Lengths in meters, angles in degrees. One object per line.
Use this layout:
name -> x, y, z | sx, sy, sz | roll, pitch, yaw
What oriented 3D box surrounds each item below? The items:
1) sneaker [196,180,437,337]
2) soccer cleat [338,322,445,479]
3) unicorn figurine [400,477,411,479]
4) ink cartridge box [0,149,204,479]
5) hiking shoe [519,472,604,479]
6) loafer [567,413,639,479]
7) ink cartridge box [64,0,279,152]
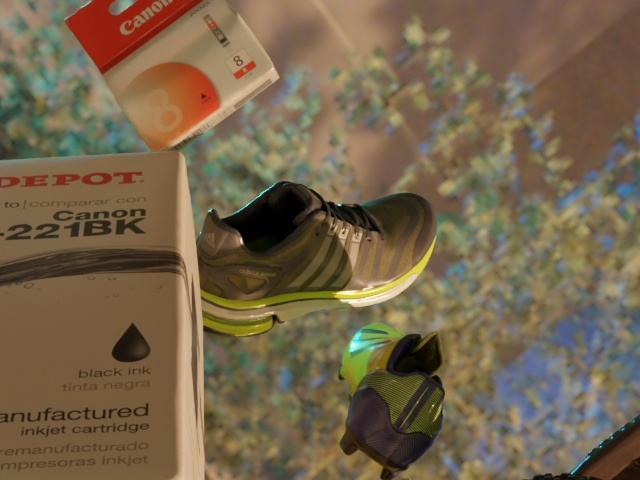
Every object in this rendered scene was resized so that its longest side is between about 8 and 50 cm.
sneaker -> 0.000, 0.000, 1.650 | 0.111, 0.300, 0.121 | 41, -45, 34
soccer cleat -> 0.079, 0.127, 1.592 | 0.093, 0.121, 0.289 | 35, 13, -7
unicorn figurine -> 0.060, 0.253, 1.271 | 0.111, 0.060, 0.162 | 109, -25, -62
ink cartridge box -> -0.152, 0.071, 0.747 | 0.273, 0.197, 0.114 | -98, -175, -61
hiking shoe -> 0.246, 0.257, 1.345 | 0.226, 0.114, 0.086 | 17, 1, -5
loafer -> 0.201, 0.291, 1.450 | 0.130, 0.366, 0.134 | 49, -11, 18
ink cartridge box -> -0.147, -0.190, 1.654 | 0.179, 0.145, 0.045 | 54, 1, 8
